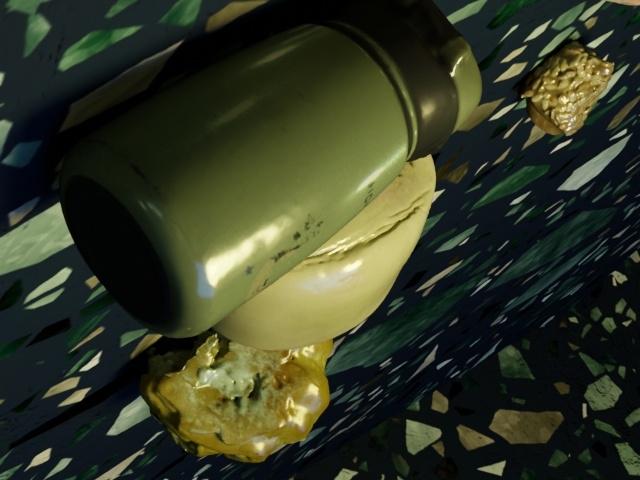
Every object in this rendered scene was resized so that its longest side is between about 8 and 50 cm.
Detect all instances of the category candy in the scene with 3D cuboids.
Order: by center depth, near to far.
[{"bbox_3d":[0.285,-0.177,1.862,0.110,0.085,0.095,-50,174,7],"label":"candy"}]

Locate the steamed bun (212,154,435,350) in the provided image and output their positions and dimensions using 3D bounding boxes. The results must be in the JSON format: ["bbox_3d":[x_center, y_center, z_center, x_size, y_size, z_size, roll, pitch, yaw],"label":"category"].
[{"bbox_3d":[0.000,0.000,1.542,0.250,0.155,0.200,-34,167,-26],"label":"steamed bun"}]

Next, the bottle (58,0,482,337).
[{"bbox_3d":[-0.021,-0.077,1.222,0.347,0.168,0.168,-35,167,-29],"label":"bottle"}]

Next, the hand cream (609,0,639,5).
[{"bbox_3d":[0.351,-0.280,1.775,0.216,0.038,0.052,-6,123,-55],"label":"hand cream"}]

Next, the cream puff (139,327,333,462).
[{"bbox_3d":[-0.086,0.160,1.848,0.221,0.195,0.195,-33,167,0],"label":"cream puff"}]
